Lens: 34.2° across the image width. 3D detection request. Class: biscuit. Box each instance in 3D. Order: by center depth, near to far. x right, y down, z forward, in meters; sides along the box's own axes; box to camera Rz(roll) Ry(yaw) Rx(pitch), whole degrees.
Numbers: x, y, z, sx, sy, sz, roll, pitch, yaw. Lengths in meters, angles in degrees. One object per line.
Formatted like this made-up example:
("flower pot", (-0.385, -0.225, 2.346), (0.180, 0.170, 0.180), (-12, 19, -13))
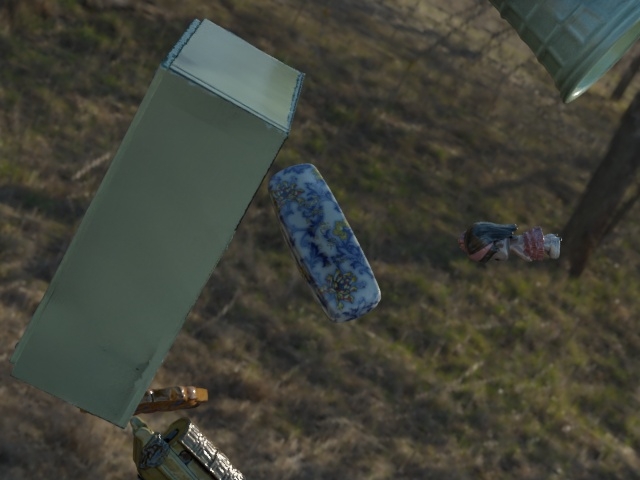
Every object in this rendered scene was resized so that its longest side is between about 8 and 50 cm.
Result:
("biscuit", (-0.267, 0.248, 1.599), (0.183, 0.043, 0.280), (-9, -14, 29))

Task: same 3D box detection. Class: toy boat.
("toy boat", (-0.138, 0.286, 1.213), (0.226, 0.088, 0.068), (50, -9, -19))

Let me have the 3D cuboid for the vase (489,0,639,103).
("vase", (0.195, -0.292, 1.065), (0.299, 0.143, 0.143), (47, 22, 10))

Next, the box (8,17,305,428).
("box", (-0.102, -0.014, 0.659), (0.086, 0.225, 0.129), (28, 22, -9))

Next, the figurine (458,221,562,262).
("figurine", (0.249, 0.000, 1.370), (0.129, 0.054, 0.072), (-2, 14, -1))

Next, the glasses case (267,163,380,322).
("glasses case", (0.000, 0.000, 1.405), (0.065, 0.087, 0.248), (79, -15, -59))
